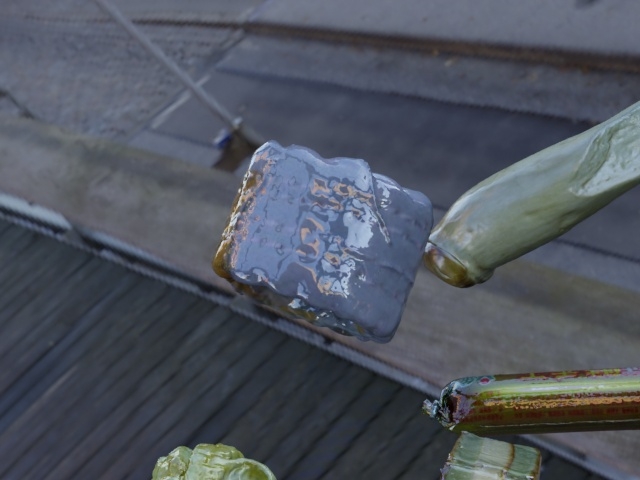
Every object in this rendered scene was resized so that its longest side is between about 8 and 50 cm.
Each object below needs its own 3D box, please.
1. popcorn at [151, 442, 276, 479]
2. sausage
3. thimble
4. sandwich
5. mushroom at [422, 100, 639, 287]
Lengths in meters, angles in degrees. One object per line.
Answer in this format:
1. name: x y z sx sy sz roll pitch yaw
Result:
1. popcorn: -0.120 0.278 1.251 0.162 0.141 0.135 -43 64 1
2. sausage: 0.298 0.178 1.339 0.372 0.082 0.082 -3 37 6
3. thimble: 0.002 0.001 0.919 0.127 0.151 0.117 79 -149 -80
4. sandwich: 0.135 0.230 1.011 0.079 0.163 0.113 14 92 10
5. mushroom: 0.243 -0.059 1.157 0.333 0.087 0.107 -32 -3 18
